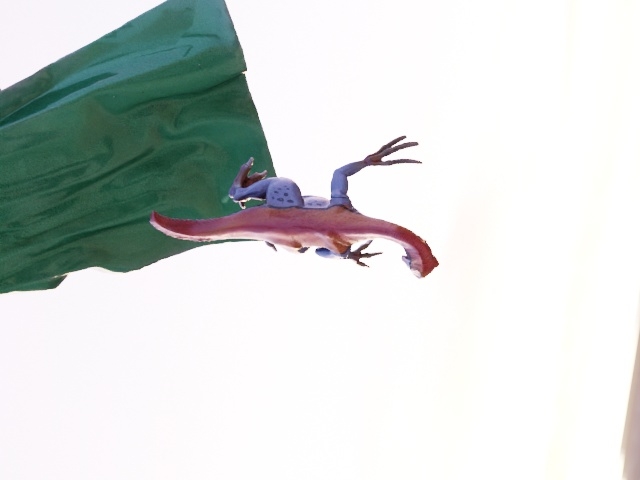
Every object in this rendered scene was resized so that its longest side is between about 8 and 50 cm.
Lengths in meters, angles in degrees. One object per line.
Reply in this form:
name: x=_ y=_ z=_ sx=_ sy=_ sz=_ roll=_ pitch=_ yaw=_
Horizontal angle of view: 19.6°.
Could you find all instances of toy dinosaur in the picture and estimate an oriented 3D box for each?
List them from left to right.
toy dinosaur: x=0.000 y=0.000 z=0.662 sx=0.090 sy=0.082 sz=0.047 roll=-27 pitch=-62 yaw=-24

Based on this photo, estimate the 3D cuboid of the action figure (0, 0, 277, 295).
action figure: x=-0.140 y=-0.024 z=0.819 sx=0.063 sy=0.232 sz=0.137 roll=-122 pitch=14 yaw=-59
